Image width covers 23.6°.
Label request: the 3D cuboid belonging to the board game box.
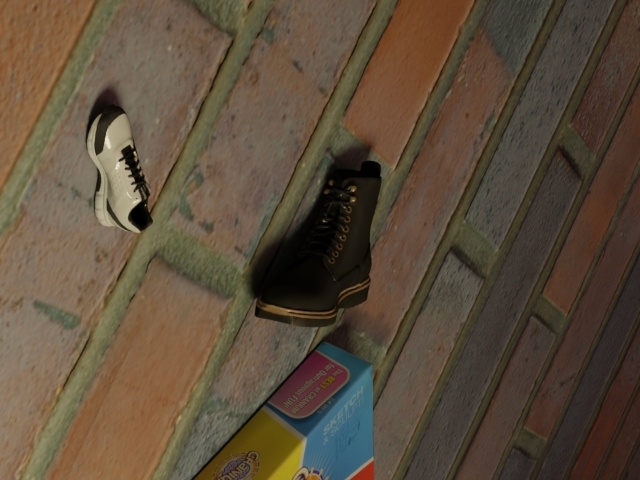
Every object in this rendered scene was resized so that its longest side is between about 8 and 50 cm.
[{"bbox_3d":[-0.057,0.290,1.561,0.316,0.064,0.242,-45,146,-37],"label":"board game box"}]

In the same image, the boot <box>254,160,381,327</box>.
[{"bbox_3d":[0.000,0.000,1.443,0.198,0.077,0.137,-31,134,-69],"label":"boot"}]

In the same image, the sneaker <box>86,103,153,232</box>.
[{"bbox_3d":[-0.145,-0.053,1.148,0.040,0.044,0.109,-41,142,-38],"label":"sneaker"}]
